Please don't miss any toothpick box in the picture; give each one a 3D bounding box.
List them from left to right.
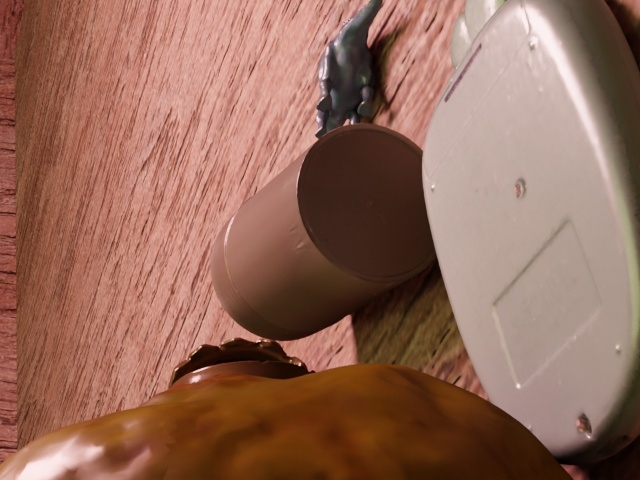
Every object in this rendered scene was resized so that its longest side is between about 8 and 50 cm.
[{"bbox_3d":[0.000,0.000,0.819,0.181,0.111,0.111,143,128,-62],"label":"toothpick box"}]

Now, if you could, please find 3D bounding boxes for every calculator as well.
[{"bbox_3d":[0.111,-0.027,0.625,0.184,0.042,0.295,121,146,-50],"label":"calculator"}]

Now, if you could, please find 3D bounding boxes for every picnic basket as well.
[{"bbox_3d":[-0.058,0.139,0.916,0.178,0.128,0.137,111,154,-60],"label":"picnic basket"}]

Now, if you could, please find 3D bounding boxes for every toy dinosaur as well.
[{"bbox_3d":[0.018,-0.118,0.889,0.080,0.045,0.197,-92,15,-47],"label":"toy dinosaur"}]

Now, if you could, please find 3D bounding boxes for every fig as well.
[{"bbox_3d":[-0.017,0.230,0.546,0.343,0.343,0.343,-176,90,-69],"label":"fig"}]
